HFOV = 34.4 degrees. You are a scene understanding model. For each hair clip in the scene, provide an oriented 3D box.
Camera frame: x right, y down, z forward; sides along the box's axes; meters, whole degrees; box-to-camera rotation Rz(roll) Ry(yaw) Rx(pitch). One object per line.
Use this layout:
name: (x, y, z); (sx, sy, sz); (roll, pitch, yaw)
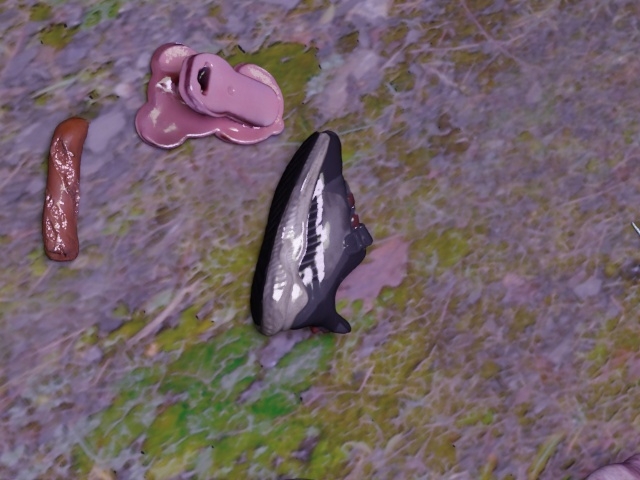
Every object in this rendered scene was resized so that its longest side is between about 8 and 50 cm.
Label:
hair clip: (-0.118, -0.152, 1.129); (0.138, 0.102, 0.123); (13, 79, -42)

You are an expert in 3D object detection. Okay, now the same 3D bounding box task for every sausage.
sausage: (-0.267, -0.056, 1.081); (0.036, 0.042, 0.157); (-4, 77, 33)

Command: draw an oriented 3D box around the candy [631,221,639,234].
candy: (0.389, 0.012, 1.207); (0.025, 0.023, 0.083); (-31, 78, -6)

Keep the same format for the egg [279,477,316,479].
egg: (-0.011, 0.340, 0.996); (0.177, 0.177, 0.228); (-27, 101, -14)

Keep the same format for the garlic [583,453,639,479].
garlic: (0.344, 0.350, 1.028); (0.245, 0.253, 0.245); (0, 90, -10)

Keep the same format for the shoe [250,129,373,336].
shoe: (0.000, 0.000, 1.098); (0.112, 0.099, 0.227); (19, 82, -14)
